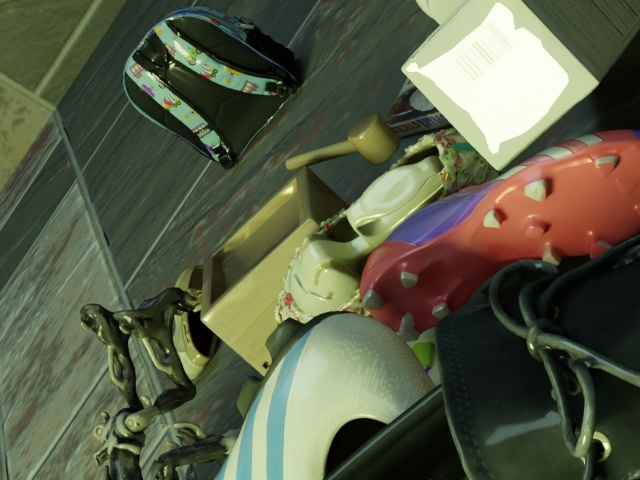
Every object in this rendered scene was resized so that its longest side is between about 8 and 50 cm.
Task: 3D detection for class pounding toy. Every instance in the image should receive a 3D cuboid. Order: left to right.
[{"bbox_3d":[0.004,-0.007,1.331,0.206,0.094,0.181,-43,18,13],"label":"pounding toy"}]

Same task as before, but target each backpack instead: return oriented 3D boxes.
[{"bbox_3d":[-0.131,-0.191,1.789,0.158,0.173,0.117,-48,22,26],"label":"backpack"}]

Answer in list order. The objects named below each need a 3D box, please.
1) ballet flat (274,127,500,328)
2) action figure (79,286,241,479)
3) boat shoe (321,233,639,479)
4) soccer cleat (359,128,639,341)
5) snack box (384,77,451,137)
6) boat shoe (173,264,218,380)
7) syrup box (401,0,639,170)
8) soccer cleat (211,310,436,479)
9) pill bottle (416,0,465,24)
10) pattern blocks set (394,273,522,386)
[{"bbox_3d":[0.033,-0.003,1.177,0.241,0.077,0.091,-46,59,22],"label":"ballet flat"},{"bbox_3d":[-0.128,0.183,1.288,0.164,0.141,0.275,-24,64,44],"label":"action figure"},{"bbox_3d":[0.136,0.090,0.773,0.500,0.156,0.187,-46,21,26],"label":"boat shoe"},{"bbox_3d":[0.125,-0.018,1.031,0.248,0.083,0.095,-32,26,33],"label":"soccer cleat"},{"bbox_3d":[0.113,-0.129,1.343,0.064,0.022,0.178,-62,20,-15],"label":"snack box"},{"bbox_3d":[-0.118,0.076,1.549,0.045,0.050,0.135,-37,38,37],"label":"boat shoe"},{"bbox_3d":[0.151,-0.145,1.054,0.093,0.096,0.237,-42,3,33],"label":"syrup box"},{"bbox_3d":[-0.027,0.203,0.982,0.143,0.116,0.331,41,113,40],"label":"soccer cleat"},{"bbox_3d":[0.121,-0.246,1.405,0.087,0.087,0.160,-49,22,22],"label":"pill bottle"},{"bbox_3d":[0.045,0.138,1.098,0.285,0.026,0.324,-31,32,51],"label":"pattern blocks set"}]
